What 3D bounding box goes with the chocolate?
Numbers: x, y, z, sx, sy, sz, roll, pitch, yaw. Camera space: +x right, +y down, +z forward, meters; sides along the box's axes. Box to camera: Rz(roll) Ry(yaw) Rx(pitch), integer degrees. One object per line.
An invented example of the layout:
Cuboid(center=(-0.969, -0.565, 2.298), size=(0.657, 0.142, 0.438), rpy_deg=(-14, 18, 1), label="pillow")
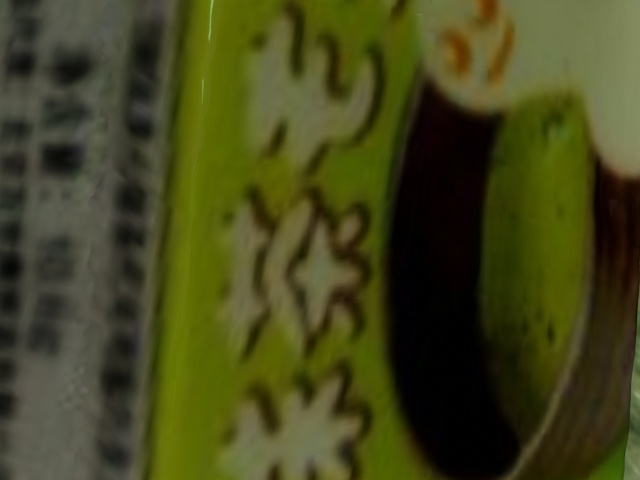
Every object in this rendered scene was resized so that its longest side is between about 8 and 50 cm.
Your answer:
Cuboid(center=(0.000, 0.000, 0.542), size=(0.288, 0.137, 0.301), rpy_deg=(6, 87, -46), label="chocolate")
